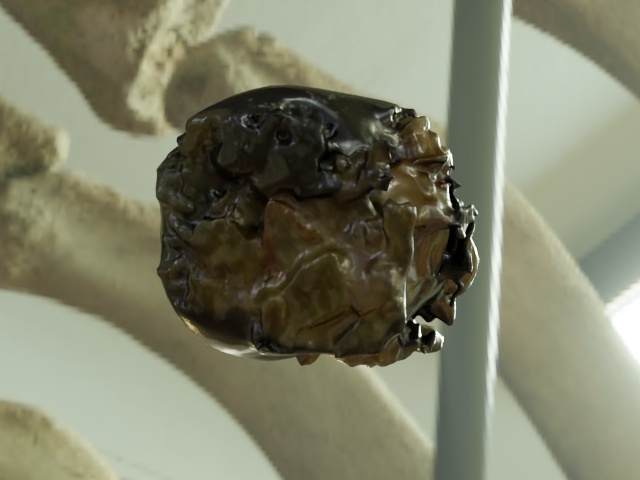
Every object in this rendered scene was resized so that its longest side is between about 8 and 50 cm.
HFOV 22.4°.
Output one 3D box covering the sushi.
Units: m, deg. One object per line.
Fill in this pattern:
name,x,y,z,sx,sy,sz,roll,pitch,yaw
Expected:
sushi,0.006,0.003,1.125,0.200,0.204,0.213,20,-75,21
